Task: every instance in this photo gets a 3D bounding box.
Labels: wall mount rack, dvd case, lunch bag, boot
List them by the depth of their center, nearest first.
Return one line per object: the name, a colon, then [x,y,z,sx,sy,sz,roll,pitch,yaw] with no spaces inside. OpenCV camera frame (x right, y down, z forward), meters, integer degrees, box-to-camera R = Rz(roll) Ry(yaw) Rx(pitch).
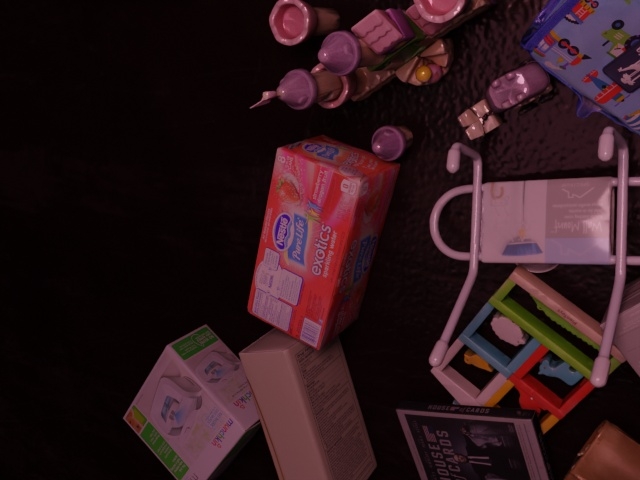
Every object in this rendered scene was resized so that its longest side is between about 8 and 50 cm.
lunch bag: [0.388,-0.250,0.724,0.221,0.138,0.293,31,135,-8]
wall mount rack: [0.272,0.019,0.844,0.350,0.130,0.304,0,84,38]
boot: [0.479,0.424,0.950,0.269,0.089,0.236,32,114,20]
dvd case: [0.253,0.348,1.065,0.238,0.029,0.179,-7,111,38]

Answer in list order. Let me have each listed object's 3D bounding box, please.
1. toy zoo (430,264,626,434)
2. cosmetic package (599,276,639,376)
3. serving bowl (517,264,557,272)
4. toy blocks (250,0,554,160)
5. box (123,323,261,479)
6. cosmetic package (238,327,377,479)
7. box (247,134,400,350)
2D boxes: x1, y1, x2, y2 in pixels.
toy zoo: [0.296,0.197,0.998,0.192,0.030,0.293,38,128,14]
cosmetic package: [0.476,0.157,0.828,0.238,0.127,0.107,50,125,5]
serving bowl: [0.311,0.003,0.935,0.083,0.027,0.083,10,111,28]
toy blocks: [0.087,-0.242,0.846,0.288,0.260,0.309,-29,90,35]
box: [-0.248,0.350,1.346,0.231,0.127,0.262,45,123,13]
cosmetic package: [-0.016,0.307,1.165,0.113,0.160,0.309,-11,99,35]
box: [0.000,0.000,1.056,0.154,0.142,0.300,24,117,23]
